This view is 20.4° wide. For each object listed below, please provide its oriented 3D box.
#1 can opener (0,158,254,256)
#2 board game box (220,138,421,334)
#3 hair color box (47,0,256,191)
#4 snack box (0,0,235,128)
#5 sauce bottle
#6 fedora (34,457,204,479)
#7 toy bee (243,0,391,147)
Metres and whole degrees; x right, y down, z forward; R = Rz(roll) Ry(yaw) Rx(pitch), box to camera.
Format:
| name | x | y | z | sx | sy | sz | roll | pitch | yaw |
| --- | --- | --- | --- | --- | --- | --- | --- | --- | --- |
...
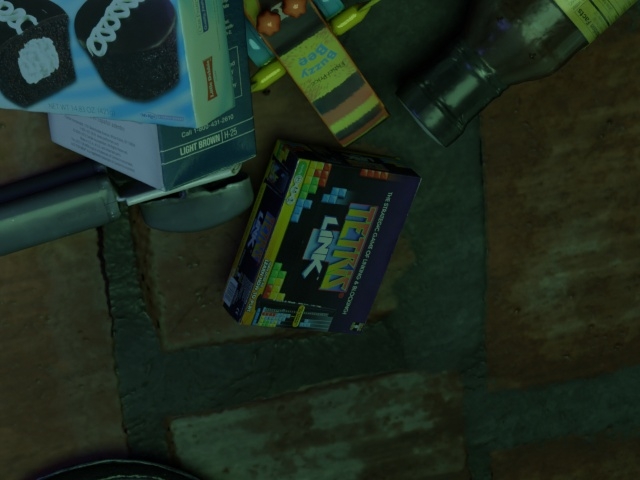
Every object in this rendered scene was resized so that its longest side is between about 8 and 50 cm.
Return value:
| name | x | y | z | sx | sy | sz | roll | pitch | yaw |
| --- | --- | --- | --- | --- | --- | --- | --- | --- | --- |
| can opener | -0.199 | -0.020 | 1.591 | 0.283 | 0.076 | 0.095 | -18 | 116 | -5 |
| board game box | 0.000 | 0.000 | 1.646 | 0.141 | 0.048 | 0.170 | 7 | 113 | -33 |
| hair color box | -0.153 | -0.232 | 1.438 | 0.105 | 0.174 | 0.347 | -24 | 122 | -35 |
| snack box | -0.220 | -0.194 | 1.365 | 0.322 | 0.060 | 0.187 | 8 | 116 | 32 |
| sauce bottle | 0.212 | -0.224 | 1.584 | 0.344 | 0.111 | 0.111 | -41 | 117 | 8 |
| fedora | -0.207 | 0.380 | 1.727 | 0.334 | 0.152 | 0.334 | -5 | 114 | -12 |
| toy bee | -0.036 | -0.178 | 1.513 | 0.298 | 0.162 | 0.195 | 30 | 106 | -24 |
